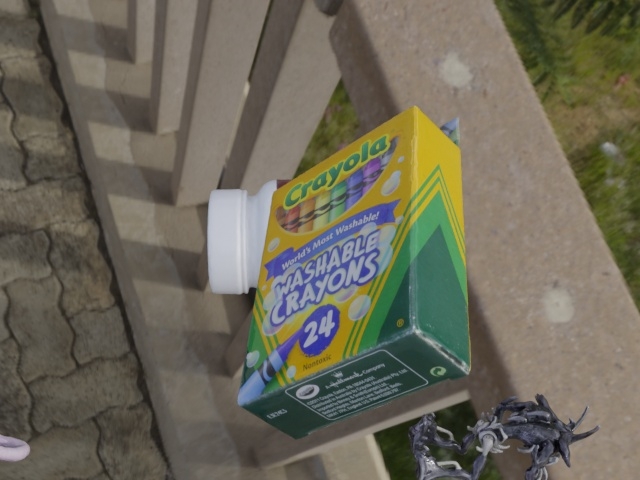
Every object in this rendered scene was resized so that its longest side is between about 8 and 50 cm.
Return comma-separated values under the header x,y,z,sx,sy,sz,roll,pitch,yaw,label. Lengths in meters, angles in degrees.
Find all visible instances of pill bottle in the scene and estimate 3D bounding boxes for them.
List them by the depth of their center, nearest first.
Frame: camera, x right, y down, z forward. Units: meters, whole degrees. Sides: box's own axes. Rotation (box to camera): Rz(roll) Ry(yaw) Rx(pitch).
x,y,z,sx,sy,sz,roll,pitch,yaw,label
0.000,0.000,1.494,0.392,0.224,0.224,-1,72,-3,pill bottle

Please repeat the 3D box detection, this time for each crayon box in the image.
x,y,z,sx,sy,sz,roll,pitch,yaw,label
0.036,0.008,0.808,0.083,0.203,0.323,38,40,-30,crayon box

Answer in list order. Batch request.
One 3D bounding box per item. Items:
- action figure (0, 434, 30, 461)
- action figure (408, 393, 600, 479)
x,y,z,sx,sy,sz,roll,pitch,yaw,label
-0.385,0.243,0.801,0.248,0.370,0.275,14,53,9,action figure
0.276,0.319,1.256,0.276,0.141,0.164,-7,33,1,action figure
